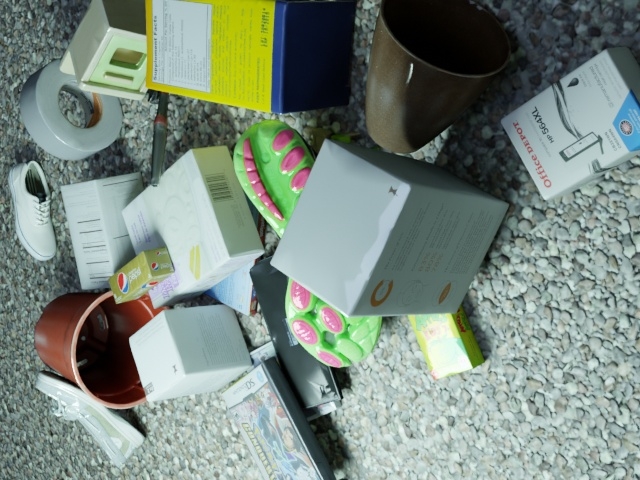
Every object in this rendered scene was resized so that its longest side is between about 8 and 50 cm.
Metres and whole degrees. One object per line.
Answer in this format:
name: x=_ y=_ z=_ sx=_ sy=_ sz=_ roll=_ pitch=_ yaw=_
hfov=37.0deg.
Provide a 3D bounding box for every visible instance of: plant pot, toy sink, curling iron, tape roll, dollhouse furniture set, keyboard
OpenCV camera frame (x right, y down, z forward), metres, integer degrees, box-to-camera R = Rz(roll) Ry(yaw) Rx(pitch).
plant pot: x=-0.515 y=0.230 z=2.215 sx=0.265 sy=0.272 sz=0.272 roll=5 pitch=104 yaw=48
toy sink: x=-0.432 y=-0.387 z=2.015 sx=0.234 sy=0.153 sz=0.131 roll=-47 pitch=50 yaw=37
curling iron: x=-0.340 y=-0.234 z=2.008 sx=0.068 sy=0.035 sz=0.274 roll=-34 pitch=53 yaw=47
tape roll: x=-0.550 y=-0.291 z=2.119 sx=0.072 sy=0.219 sz=0.219 roll=-18 pitch=89 yaw=42
plant pot: x=0.159 y=-0.257 z=1.548 sx=0.215 sy=0.215 sz=0.230 roll=50 pitch=142 yaw=20
dollhouse furniture set: x=0.044 y=-0.166 z=1.773 sx=0.152 sy=0.059 sz=0.076 roll=25 pitch=126 yaw=55
keyboard: x=-0.020 y=0.167 z=1.894 sx=0.201 sy=0.033 sz=0.317 roll=-22 pitch=86 yaw=35

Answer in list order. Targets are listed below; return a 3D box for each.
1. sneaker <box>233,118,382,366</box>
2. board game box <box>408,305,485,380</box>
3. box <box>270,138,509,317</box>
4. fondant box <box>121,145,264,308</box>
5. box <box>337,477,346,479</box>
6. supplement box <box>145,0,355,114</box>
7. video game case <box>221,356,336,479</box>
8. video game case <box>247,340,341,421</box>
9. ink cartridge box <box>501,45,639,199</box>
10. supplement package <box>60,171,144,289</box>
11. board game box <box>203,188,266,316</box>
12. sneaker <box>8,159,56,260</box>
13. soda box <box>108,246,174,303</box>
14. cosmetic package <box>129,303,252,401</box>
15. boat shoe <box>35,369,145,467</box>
sneaker: x=0.000 y=0.000 z=1.757 sx=0.185 sy=0.202 sz=0.482 roll=-15 pitch=99 yaw=16
board game box: x=0.212 y=0.148 z=1.696 sx=0.092 sy=0.043 sz=0.181 roll=-26 pitch=84 yaw=42
box: x=0.119 y=-0.012 z=1.504 sx=0.168 sy=0.345 sz=0.215 roll=32 pitch=104 yaw=31
fondant box: x=-0.275 y=-0.021 z=2.003 sx=0.330 sy=0.096 sz=0.238 roll=-32 pitch=74 yaw=48
box: x=0.054 y=0.610 z=1.910 sx=0.153 sy=0.108 sz=0.207 roll=25 pitch=116 yaw=34
supplement box: x=-0.136 y=-0.360 z=1.762 sx=0.357 sy=0.195 sz=0.194 roll=17 pitch=112 yaw=36
video game case: x=-0.094 y=0.402 z=1.990 sx=0.275 sy=0.035 sz=0.248 roll=62 pitch=146 yaw=10
video game case: x=-0.064 y=0.292 z=1.986 sx=0.201 sy=0.023 sz=0.183 roll=-32 pitch=80 yaw=41
ink cartridge box: x=0.395 y=-0.171 z=1.427 sx=0.203 sy=0.086 sz=0.148 roll=-35 pitch=78 yaw=40
supplement package: x=-0.478 y=-0.022 z=2.182 sx=0.134 sy=0.139 sz=0.244 roll=-5 pitch=97 yaw=40
board game box: x=-0.179 y=0.006 z=2.006 sx=0.145 sy=0.027 sz=0.281 roll=23 pitch=116 yaw=35
sneaker: x=-0.719 y=-0.078 z=2.405 sx=0.091 sy=0.094 sz=0.258 roll=-22 pitch=86 yaw=46
soda box: x=-0.382 y=0.074 z=2.031 sx=0.181 sy=0.058 sz=0.061 roll=-32 pitch=75 yaw=47
cosmetic package: x=-0.276 y=0.237 z=2.030 sx=0.151 sy=0.184 sz=0.151 roll=-38 pitch=65 yaw=39
boat shoe: x=-0.559 y=0.423 z=2.281 sx=0.320 sy=0.103 sz=0.118 roll=46 pitch=162 yaw=-32
